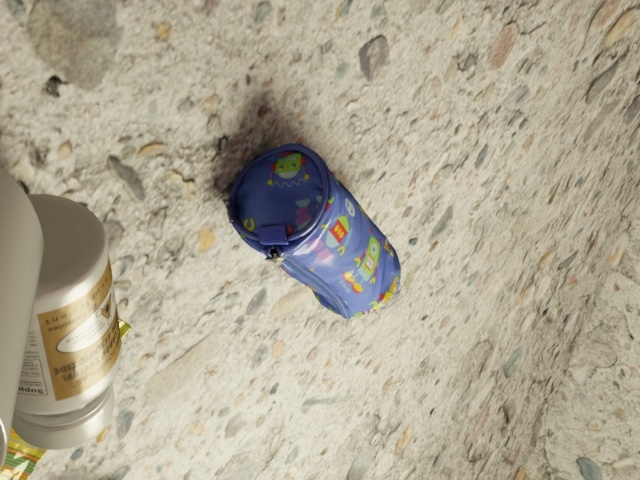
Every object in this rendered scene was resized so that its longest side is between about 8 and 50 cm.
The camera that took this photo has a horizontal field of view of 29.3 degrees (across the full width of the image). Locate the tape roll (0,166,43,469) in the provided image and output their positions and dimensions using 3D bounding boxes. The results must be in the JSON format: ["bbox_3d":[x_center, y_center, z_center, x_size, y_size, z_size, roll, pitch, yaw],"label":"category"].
[{"bbox_3d":[-0.314,0.052,0.801,0.246,0.246,0.169,85,4,-49],"label":"tape roll"}]

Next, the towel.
[{"bbox_3d":[-0.287,0.172,1.255,0.237,0.021,0.102,-57,153,-3],"label":"towel"}]

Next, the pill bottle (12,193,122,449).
[{"bbox_3d":[-0.248,0.082,1.108,0.131,0.131,0.229,-38,147,-33],"label":"pill bottle"}]

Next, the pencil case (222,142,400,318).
[{"bbox_3d":[0.000,0.000,1.438,0.306,0.119,0.133,45,55,-62],"label":"pencil case"}]
